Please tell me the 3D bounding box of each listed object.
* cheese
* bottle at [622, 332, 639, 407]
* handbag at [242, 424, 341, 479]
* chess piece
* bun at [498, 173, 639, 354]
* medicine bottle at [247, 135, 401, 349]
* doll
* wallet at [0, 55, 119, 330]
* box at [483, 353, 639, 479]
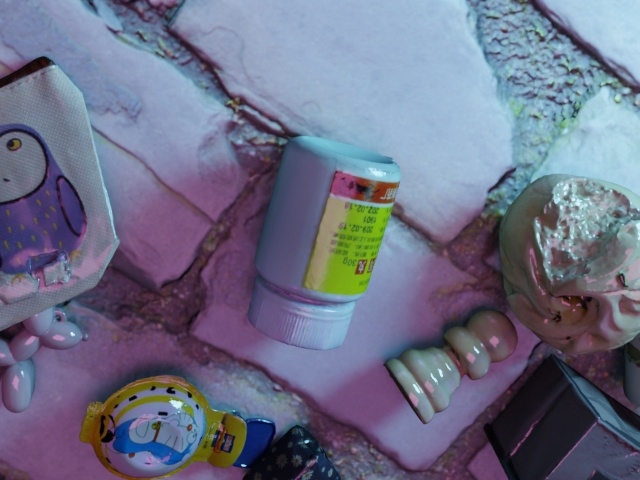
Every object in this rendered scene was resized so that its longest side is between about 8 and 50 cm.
[{"bbox_3d":[-0.176,0.244,1.071,0.250,0.064,0.157,12,106,-25],"label":"cheese"},{"bbox_3d":[0.458,0.092,1.091,0.120,0.120,0.253,-6,109,-7],"label":"bottle"},{"bbox_3d":[-0.015,0.328,1.121,0.115,0.072,0.139,-47,124,3],"label":"handbag"},{"bbox_3d":[0.175,0.151,1.085,0.170,0.094,0.094,-34,109,-1],"label":"chess piece"},{"bbox_3d":[0.313,0.035,1.019,0.209,0.116,0.237,-16,107,29],"label":"bun"},{"bbox_3d":[0.000,0.000,0.982,0.139,0.139,0.226,14,104,-12],"label":"medicine bottle"},{"bbox_3d":[-0.368,0.120,1.006,0.161,0.059,0.160,23,103,-14],"label":"doll"},{"bbox_3d":[-0.390,-0.034,0.933,0.335,0.068,0.275,-25,97,-3],"label":"wallet"},{"bbox_3d":[0.372,0.297,1.110,0.252,0.188,0.153,34,102,-14],"label":"box"}]
